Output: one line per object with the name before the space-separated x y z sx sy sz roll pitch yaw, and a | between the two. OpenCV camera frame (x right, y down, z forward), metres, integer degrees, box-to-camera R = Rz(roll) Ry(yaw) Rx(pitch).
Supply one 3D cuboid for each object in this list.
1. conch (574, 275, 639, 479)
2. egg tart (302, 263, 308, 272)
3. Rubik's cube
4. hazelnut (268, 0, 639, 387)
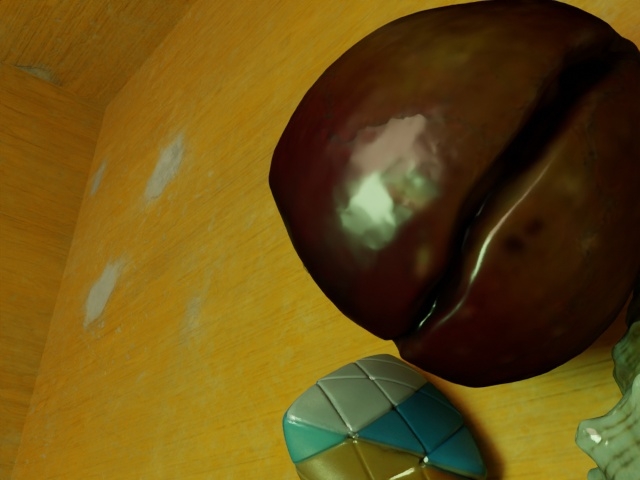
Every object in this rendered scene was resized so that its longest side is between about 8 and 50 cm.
conch | 0.296 0.178 0.593 0.203 0.169 0.386 113 176 -52
egg tart | 0.000 0.000 1.301 0.130 0.052 0.130 -34 43 39
Rubik's cube | 0.076 0.265 0.953 0.254 0.254 0.254 -35 43 42
hazelnut | 0.141 -0.055 0.754 0.402 0.429 0.402 -2 83 19
